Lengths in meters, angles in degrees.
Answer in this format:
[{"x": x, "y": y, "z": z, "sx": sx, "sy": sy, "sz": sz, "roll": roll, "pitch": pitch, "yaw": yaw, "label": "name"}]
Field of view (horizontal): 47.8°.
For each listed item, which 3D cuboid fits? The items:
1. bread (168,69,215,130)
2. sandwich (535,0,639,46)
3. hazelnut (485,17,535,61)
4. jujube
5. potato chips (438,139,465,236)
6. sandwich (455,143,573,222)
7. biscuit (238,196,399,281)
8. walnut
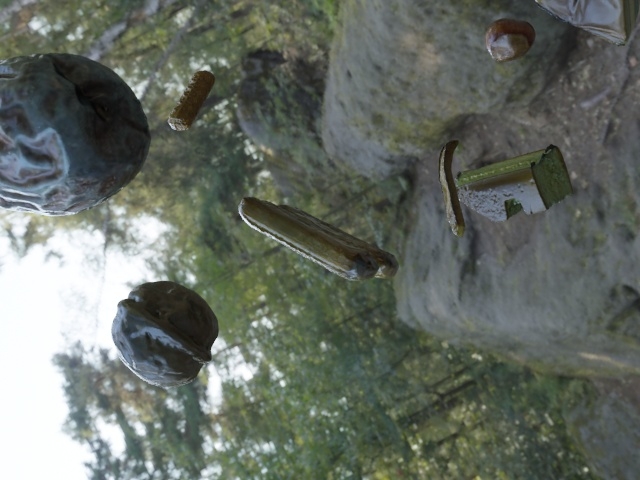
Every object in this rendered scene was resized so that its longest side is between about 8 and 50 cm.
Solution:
[{"x": -0.278, "y": -0.305, "z": 1.566, "sx": 0.052, "sy": 0.157, "sz": 0.044, "roll": 23, "pitch": 158, "yaw": 4, "label": "bread"}, {"x": 0.613, "y": -0.567, "z": 1.543, "sx": 0.227, "sy": 0.155, "sz": 0.198, "roll": 32, "pitch": 143, "yaw": 8, "label": "sandwich"}, {"x": 0.335, "y": -0.358, "z": 1.280, "sx": 0.086, "sy": 0.086, "sz": 0.086, "roll": 62, "pitch": 178, "yaw": 4, "label": "hazelnut"}, {"x": -0.419, "y": -0.152, "z": 1.078, "sx": 0.246, "sy": 0.308, "sz": 0.215, "roll": 54, "pitch": -138, "yaw": -29, "label": "jujube"}, {"x": 0.220, "y": -0.093, "z": 1.210, "sx": 0.026, "sy": 0.037, "sz": 0.204, "roll": 111, "pitch": 166, "yaw": -50, "label": "potato chips"}, {"x": 0.410, "y": -0.114, "z": 1.581, "sx": 0.236, "sy": 0.122, "sz": 0.128, "roll": -12, "pitch": 105, "yaw": 47, "label": "sandwich"}, {"x": 0.000, "y": 0.000, "z": 1.400, "sx": 0.291, "sy": 0.062, "sz": 0.237, "roll": 28, "pitch": -171, "yaw": 20, "label": "biscuit"}, {"x": -0.321, "y": 0.192, "z": 1.499, "sx": 0.224, "sy": 0.224, "sz": 0.224, "roll": 62, "pitch": 178, "yaw": 4, "label": "walnut"}]
